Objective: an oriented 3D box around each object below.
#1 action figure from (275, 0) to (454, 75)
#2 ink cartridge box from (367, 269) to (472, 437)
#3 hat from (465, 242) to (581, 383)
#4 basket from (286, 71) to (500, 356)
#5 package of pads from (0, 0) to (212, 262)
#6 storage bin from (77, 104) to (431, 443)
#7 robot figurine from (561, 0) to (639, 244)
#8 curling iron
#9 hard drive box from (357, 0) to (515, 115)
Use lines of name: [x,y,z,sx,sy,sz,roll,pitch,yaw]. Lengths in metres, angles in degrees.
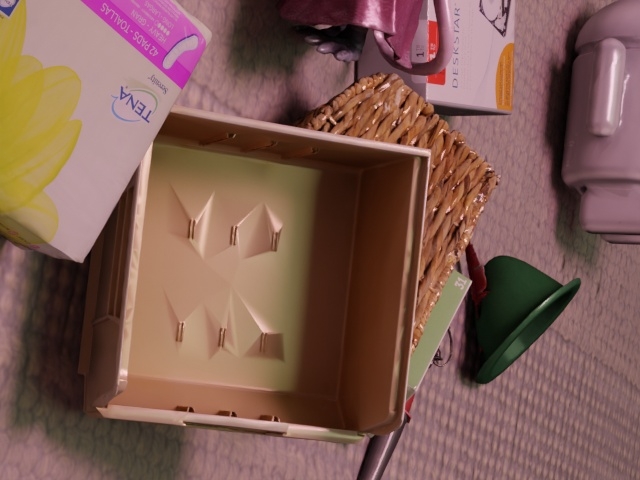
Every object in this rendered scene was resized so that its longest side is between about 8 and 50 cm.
action figure: [0.095,-0.344,1.847,0.275,0.248,0.370,15,100,-42]
ink cartridge box: [0.109,0.086,2.018,0.056,0.235,0.171,34,51,-5]
hat: [0.200,0.044,2.352,0.173,0.183,0.208,-29,159,-49]
basket: [0.000,0.000,1.920,0.213,0.223,0.299,42,49,-14]
package of pads: [-0.227,-0.130,1.432,0.229,0.101,0.296,-60,147,-6]
storage bin: [-0.060,0.035,1.652,0.262,0.123,0.260,8,83,-24]
robot figurine: [0.430,-0.174,2.564,0.300,0.199,0.354,24,72,-60]
curling iron: [0.094,0.194,2.159,0.274,0.035,0.068,-64,143,-36]
hard drive box: [0.132,-0.233,2.140,0.232,0.089,0.181,-2,94,-60]
